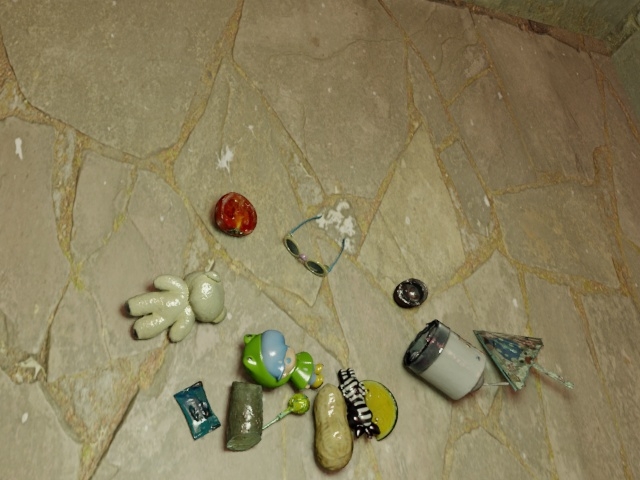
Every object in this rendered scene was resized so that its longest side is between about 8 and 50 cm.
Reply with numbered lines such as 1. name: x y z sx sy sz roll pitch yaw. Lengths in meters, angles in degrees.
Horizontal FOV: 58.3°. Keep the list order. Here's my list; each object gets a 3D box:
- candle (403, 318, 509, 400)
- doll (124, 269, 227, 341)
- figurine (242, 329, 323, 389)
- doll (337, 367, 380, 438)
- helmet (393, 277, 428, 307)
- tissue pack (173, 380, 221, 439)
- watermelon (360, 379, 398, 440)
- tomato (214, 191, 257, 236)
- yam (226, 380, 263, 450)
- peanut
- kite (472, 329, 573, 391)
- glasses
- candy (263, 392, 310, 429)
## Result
1. candle: 0.433 0.402 1.818 0.330 0.187 0.187 35 54 -1
2. doll: -0.416 0.180 1.654 0.277 0.175 0.149 -16 30 -20
3. figurine: -0.108 0.356 1.655 0.263 0.143 0.162 28 36 -26
4. doll: 0.105 0.487 1.706 0.090 0.067 0.220 1 55 -34
5. helmet: 0.301 0.185 1.963 0.123 0.070 0.098 -9 71 -34
6. tissue pack: -0.333 0.461 1.564 0.085 0.028 0.138 -21 68 -31
7. watermelon: 0.192 0.499 1.728 0.091 0.075 0.182 -4 64 -20
8. tomato: -0.288 -0.077 1.865 0.159 0.091 0.139 23 60 -42
9. yam: -0.205 0.469 1.565 0.107 0.107 0.183 9 55 -18
10. peanut: 0.035 0.523 1.621 0.110 0.120 0.237 -11 66 16
11. kite: 0.689 0.397 1.959 0.368 0.014 0.406 29 30 21
12. glasses: -0.014 0.019 1.953 0.189 0.088 0.220 41 34 5
13. candy: -0.114 0.500 1.624 0.193 0.058 0.062 -29 35 -25
